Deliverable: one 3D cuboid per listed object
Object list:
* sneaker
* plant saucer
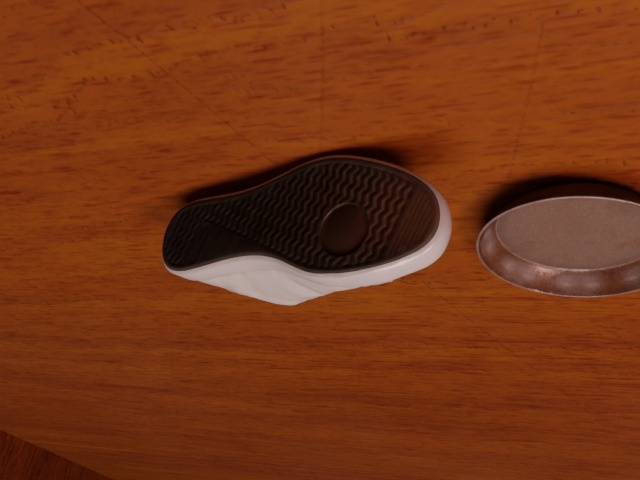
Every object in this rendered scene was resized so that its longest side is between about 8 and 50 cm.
[{"bbox_3d":[0.000,0.000,0.649,0.290,0.106,0.123,-3,159,39],"label":"sneaker"},{"bbox_3d":[0.218,-0.001,0.625,0.168,0.029,0.168,10,151,5],"label":"plant saucer"}]
